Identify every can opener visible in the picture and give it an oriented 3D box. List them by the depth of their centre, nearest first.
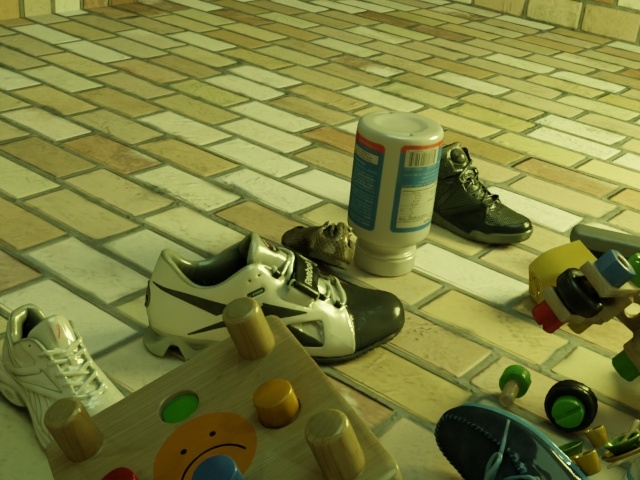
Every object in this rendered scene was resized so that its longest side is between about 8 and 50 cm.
[{"bbox_3d":[0.503,0.042,1.340,0.280,0.074,0.093,17,29,23],"label":"can opener"}]

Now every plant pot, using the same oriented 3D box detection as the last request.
[{"bbox_3d":[0.339,0.058,1.275,0.083,0.081,0.081,-9,28,-6],"label":"plant pot"}]

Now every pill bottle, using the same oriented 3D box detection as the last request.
[{"bbox_3d":[0.103,-0.065,1.311,0.124,0.221,0.124,5,26,-3],"label":"pill bottle"}]

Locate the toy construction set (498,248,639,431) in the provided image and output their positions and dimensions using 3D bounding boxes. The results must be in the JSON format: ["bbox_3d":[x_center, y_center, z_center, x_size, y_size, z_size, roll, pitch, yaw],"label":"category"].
[{"bbox_3d":[0.390,0.068,1.041,0.257,0.308,0.237,24,26,17],"label":"toy construction set"}]

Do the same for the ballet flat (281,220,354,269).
[{"bbox_3d":[0.000,0.000,1.249,0.084,0.058,0.250,20,-2,-10],"label":"ballet flat"}]

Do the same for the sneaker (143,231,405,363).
[{"bbox_3d":[-0.047,0.064,1.113,0.331,0.146,0.122,-1,25,-16],"label":"sneaker"}]

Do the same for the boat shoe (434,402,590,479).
[{"bbox_3d":[0.194,0.240,0.847,0.089,0.109,0.258,-18,33,-34],"label":"boat shoe"}]

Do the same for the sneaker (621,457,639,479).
[{"bbox_3d":[0.409,0.238,0.918,0.191,0.083,0.071,6,25,-2],"label":"sneaker"}]

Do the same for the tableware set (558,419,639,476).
[{"bbox_3d":[0.275,0.208,0.913,0.104,0.024,0.154,-25,-8,12],"label":"tableware set"}]

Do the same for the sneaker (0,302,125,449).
[{"bbox_3d":[-0.269,0.140,0.942,0.232,0.115,0.090,25,33,35],"label":"sneaker"}]

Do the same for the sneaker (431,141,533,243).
[{"bbox_3d":[0.243,-0.078,1.473,0.227,0.130,0.087,27,35,32],"label":"sneaker"}]

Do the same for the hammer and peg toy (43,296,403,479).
[{"bbox_3d":[-0.137,0.222,0.764,0.361,0.127,0.266,-30,37,-13],"label":"hammer and peg toy"}]
